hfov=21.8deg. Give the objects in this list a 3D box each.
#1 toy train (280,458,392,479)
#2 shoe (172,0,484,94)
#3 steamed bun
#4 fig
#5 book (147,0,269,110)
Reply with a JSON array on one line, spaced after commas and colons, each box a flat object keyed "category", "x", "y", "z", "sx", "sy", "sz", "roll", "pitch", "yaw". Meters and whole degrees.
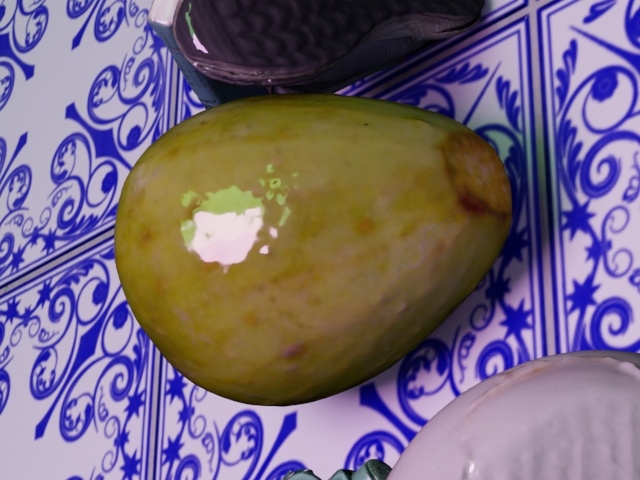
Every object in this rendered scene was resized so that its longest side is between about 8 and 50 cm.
[{"category": "toy train", "x": -0.005, "y": 0.292, "z": 1.320, "sx": 0.248, "sy": 0.101, "sz": 0.159, "roll": -51, "pitch": 53, "yaw": 21}, {"category": "shoe", "x": -0.020, "y": -0.180, "z": 1.414, "sx": 0.171, "sy": 0.336, "sz": 0.132, "roll": -35, "pitch": 78, "yaw": 45}, {"category": "steamed bun", "x": 0.168, "y": 0.221, "z": 1.020, "sx": 0.309, "sy": 0.309, "sz": 0.309, "roll": -26, "pitch": 53, "yaw": 40}, {"category": "fig", "x": 0.000, "y": 0.000, "z": 1.339, "sx": 0.326, "sy": 0.258, "sz": 0.258, "roll": -12, "pitch": 61, "yaw": 30}, {"category": "book", "x": -0.065, "y": -0.249, "z": 1.506, "sx": 0.031, "sy": 0.379, "sz": 0.264, "roll": 15, "pitch": 79, "yaw": 10}]
